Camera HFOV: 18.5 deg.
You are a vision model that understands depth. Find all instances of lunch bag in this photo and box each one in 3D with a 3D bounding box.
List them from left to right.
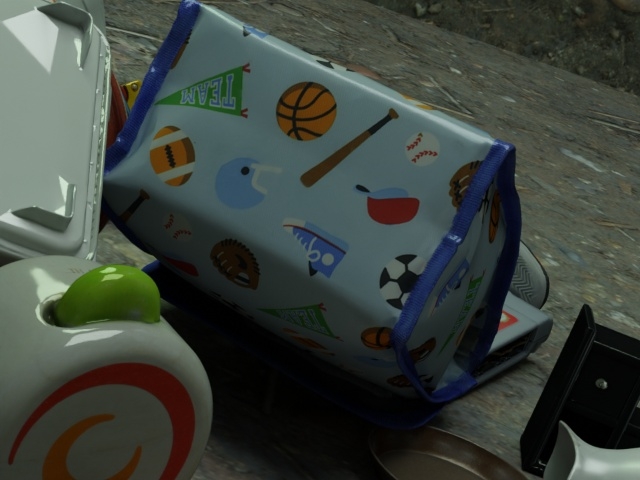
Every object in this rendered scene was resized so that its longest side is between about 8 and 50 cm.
[{"bbox_3d":[0.000,0.000,1.772,0.327,0.239,0.385,29,-10,14],"label":"lunch bag"}]

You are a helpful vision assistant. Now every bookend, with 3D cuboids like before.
[{"bbox_3d":[0.293,0.168,1.882,0.157,0.156,0.072,22,17,-4],"label":"bookend"}]

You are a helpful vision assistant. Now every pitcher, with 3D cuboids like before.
[{"bbox_3d":[0.300,0.252,1.736,0.207,0.125,0.178,13,38,3],"label":"pitcher"}]

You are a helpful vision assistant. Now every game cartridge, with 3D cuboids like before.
[{"bbox_3d":[0.107,0.079,2.064,0.196,0.060,0.294,26,21,21],"label":"game cartridge"}]

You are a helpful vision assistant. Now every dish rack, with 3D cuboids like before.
[{"bbox_3d":[-0.282,-0.111,1.502,0.285,0.072,0.333,22,41,-22],"label":"dish rack"}]

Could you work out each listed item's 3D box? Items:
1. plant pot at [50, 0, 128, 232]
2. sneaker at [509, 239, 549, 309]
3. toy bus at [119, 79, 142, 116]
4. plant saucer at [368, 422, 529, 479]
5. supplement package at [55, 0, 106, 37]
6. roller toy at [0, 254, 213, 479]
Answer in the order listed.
[{"bbox_3d":[-0.342,-0.067,1.658,0.272,0.272,0.265,27,26,14],"label":"plant pot"},{"bbox_3d":[0.154,-0.014,2.300,0.321,0.125,0.180,31,20,25],"label":"sneaker"},{"bbox_3d":[-0.262,-0.091,2.043,0.202,0.104,0.191,-19,12,16],"label":"toy bus"},{"bbox_3d":[0.116,0.215,1.735,0.168,0.029,0.168,20,17,-6],"label":"plant saucer"},{"bbox_3d":[-0.381,-0.256,2.083,0.262,0.198,0.199,-1,15,8],"label":"supplement package"},{"bbox_3d":[-0.189,0.115,1.391,0.146,0.209,0.191,42,-13,46],"label":"roller toy"}]
